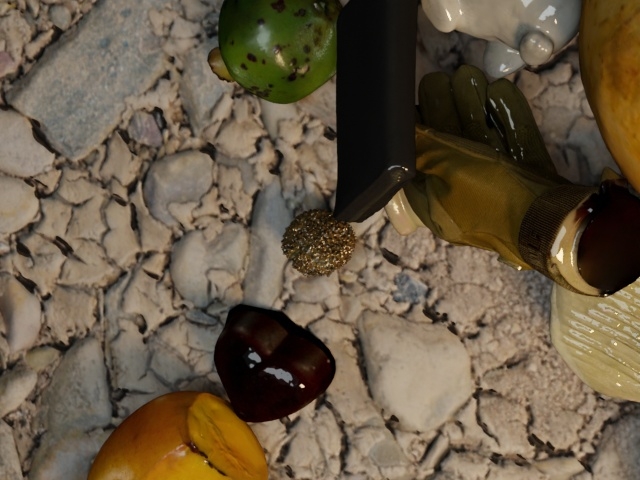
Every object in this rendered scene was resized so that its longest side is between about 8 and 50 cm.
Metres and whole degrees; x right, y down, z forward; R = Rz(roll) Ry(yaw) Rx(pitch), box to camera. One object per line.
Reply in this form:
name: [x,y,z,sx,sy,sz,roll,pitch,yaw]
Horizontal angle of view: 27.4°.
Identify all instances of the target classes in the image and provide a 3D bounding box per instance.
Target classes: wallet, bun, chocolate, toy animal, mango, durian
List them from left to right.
mango: [-0.190,0.294,1.550,0.257,0.138,0.187,-34,105,27]
chocolate: [-0.072,0.150,1.505,0.149,0.080,0.125,36,110,9]
durian: [0.000,0.000,1.457,0.080,0.080,0.091,37,70,10]
wallet: [0.052,-0.147,1.235,0.149,0.044,0.250,136,139,-59]
toy animal: [0.170,-0.323,1.218,0.208,0.154,0.325,-14,102,41]
bun: [0.338,0.058,1.312,0.210,0.116,0.237,22,130,11]

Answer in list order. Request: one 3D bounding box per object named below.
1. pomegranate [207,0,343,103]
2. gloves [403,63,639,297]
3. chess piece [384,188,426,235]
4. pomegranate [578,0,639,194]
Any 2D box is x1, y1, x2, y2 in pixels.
pomegranate: [-0.056,-0.213,1.405,0.169,0.122,0.143,-21,106,20]
gloves: [0.171,-0.052,1.244,0.331,0.154,0.141,40,150,49]
chess piece: [0.148,-0.073,1.375,0.170,0.094,0.094,-18,94,20]
pomegranate: [0.424,-0.159,1.111,0.410,0.410,0.410,4,102,20]
